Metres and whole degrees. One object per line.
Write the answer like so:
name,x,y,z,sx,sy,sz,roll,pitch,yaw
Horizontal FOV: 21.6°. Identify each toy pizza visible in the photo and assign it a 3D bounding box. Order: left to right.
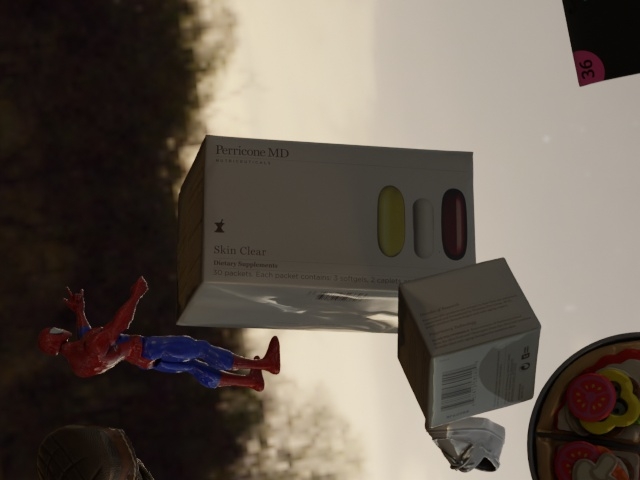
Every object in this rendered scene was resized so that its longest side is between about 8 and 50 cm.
toy pizza,0.276,0.174,1.423,0.032,0.201,0.201,67,13,-74

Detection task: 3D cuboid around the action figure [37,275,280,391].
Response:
action figure,-0.195,0.099,1.963,0.091,0.280,0.139,129,-41,-51

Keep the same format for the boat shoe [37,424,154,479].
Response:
boat shoe,-0.238,0.270,1.813,0.123,0.116,0.324,68,-26,17

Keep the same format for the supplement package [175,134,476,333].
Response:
supplement package,0.000,0.000,1.640,0.204,0.262,0.145,130,-39,-71

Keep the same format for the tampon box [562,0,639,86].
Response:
tampon box,0.303,-0.215,1.518,0.101,0.161,0.120,-33,111,-74

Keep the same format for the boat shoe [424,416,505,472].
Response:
boat shoe,0.172,0.245,1.997,0.184,0.066,0.063,34,56,-67

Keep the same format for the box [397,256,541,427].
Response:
box,0.124,0.087,1.426,0.101,0.102,0.087,87,-17,-47
